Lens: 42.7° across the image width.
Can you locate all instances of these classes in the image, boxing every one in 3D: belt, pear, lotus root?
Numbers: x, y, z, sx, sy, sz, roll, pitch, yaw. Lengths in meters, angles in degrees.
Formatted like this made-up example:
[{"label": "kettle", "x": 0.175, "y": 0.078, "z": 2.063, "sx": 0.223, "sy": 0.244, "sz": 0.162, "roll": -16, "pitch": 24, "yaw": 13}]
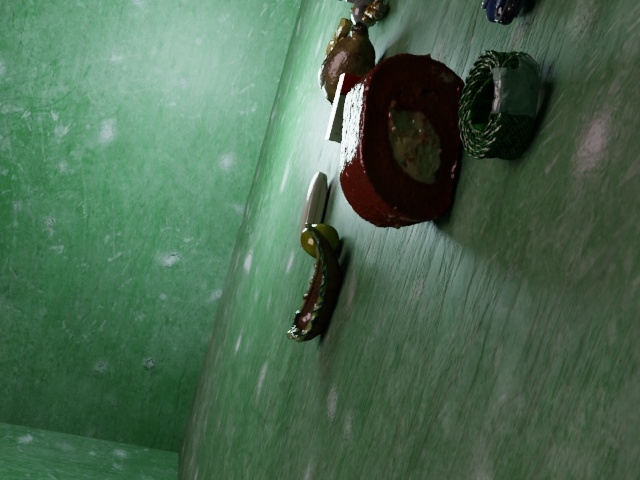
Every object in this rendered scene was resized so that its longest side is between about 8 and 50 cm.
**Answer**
[{"label": "belt", "x": 0.242, "y": -0.179, "z": 1.076, "sx": 0.121, "sy": 0.079, "sz": 0.151, "roll": -113, "pitch": 26, "yaw": -53}, {"label": "pear", "x": 0.000, "y": 0.000, "z": 1.887, "sx": 0.092, "sy": 0.097, "sz": 0.092, "roll": -53, "pitch": -17, "yaw": -23}, {"label": "lotus root", "x": 0.069, "y": -0.413, "z": 1.939, "sx": 0.138, "sy": 0.138, "sz": 0.214, "roll": -90, "pitch": 19, "yaw": -45}]

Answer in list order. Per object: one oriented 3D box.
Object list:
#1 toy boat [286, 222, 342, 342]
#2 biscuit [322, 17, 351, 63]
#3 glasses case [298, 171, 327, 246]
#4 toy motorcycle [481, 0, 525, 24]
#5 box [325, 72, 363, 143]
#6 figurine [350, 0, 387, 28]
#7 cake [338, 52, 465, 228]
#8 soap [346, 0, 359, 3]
[{"label": "toy boat", "x": -0.008, "y": 0.098, "z": 1.815, "sx": 0.108, "sy": 0.099, "sz": 0.292, "roll": -105, "pitch": 23, "yaw": -62}, {"label": "biscuit", "x": 0.039, "y": -0.553, "z": 2.427, "sx": 0.236, "sy": 0.040, "sz": 0.144, "roll": 131, "pitch": 156, "yaw": -59}, {"label": "glasses case", "x": -0.019, "y": -0.079, "z": 2.131, "sx": 0.081, "sy": 0.051, "sz": 0.204, "roll": 170, "pitch": 113, "yaw": -75}, {"label": "toy motorcycle", "x": 0.281, "y": -0.403, "z": 1.144, "sx": 0.114, "sy": 0.076, "sz": 0.205, "roll": -86, "pitch": 11, "yaw": -71}, {"label": "box", "x": 0.078, "y": -0.286, "z": 1.821, "sx": 0.048, "sy": 0.100, "sz": 0.152, "roll": -149, "pitch": 73, "yaw": -74}, {"label": "figurine", "x": 0.117, "y": -0.553, "z": 2.005, "sx": 0.101, "sy": 0.068, "sz": 0.143, "roll": -52, "pitch": 23, "yaw": 24}, {"label": "cake", "x": 0.125, "y": -0.160, "z": 1.314, "sx": 0.151, "sy": 0.177, "sz": 0.282, "roll": 162, "pitch": 120, "yaw": -75}, {"label": "soap", "x": 0.051, "y": -0.730, "z": 2.144, "sx": 0.324, "sy": 0.193, "sz": 0.109, "roll": 54, "pitch": 129, "yaw": 40}]
